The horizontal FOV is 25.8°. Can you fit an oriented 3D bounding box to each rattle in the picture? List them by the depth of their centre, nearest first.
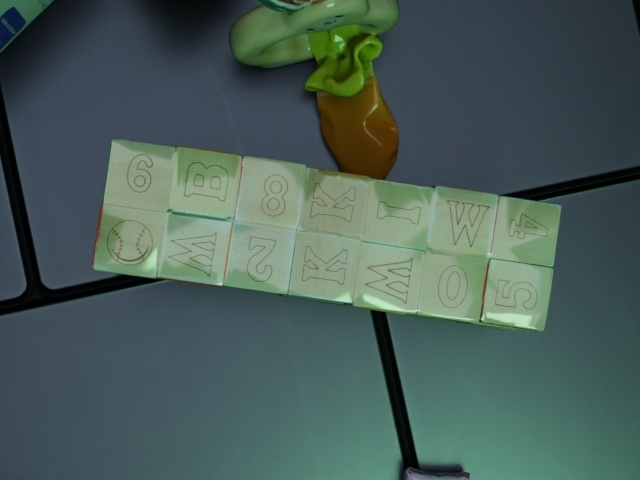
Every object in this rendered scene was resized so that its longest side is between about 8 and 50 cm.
[{"bbox_3d":[-0.001,-0.117,0.968,0.130,0.200,0.142,3,88,-3],"label":"rattle"}]

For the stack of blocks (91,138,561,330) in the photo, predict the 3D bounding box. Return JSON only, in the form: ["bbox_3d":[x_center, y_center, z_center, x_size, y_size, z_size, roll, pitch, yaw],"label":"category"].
[{"bbox_3d":[0.000,0.000,0.979,0.297,0.171,0.087,8,87,-3],"label":"stack of blocks"}]

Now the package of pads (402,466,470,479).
[{"bbox_3d":[0.084,0.212,1.044,0.050,0.032,0.083,5,88,0],"label":"package of pads"}]

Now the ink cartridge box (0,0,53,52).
[{"bbox_3d":[-0.302,-0.117,0.971,0.065,0.165,0.332,43,85,-1],"label":"ink cartridge box"}]
